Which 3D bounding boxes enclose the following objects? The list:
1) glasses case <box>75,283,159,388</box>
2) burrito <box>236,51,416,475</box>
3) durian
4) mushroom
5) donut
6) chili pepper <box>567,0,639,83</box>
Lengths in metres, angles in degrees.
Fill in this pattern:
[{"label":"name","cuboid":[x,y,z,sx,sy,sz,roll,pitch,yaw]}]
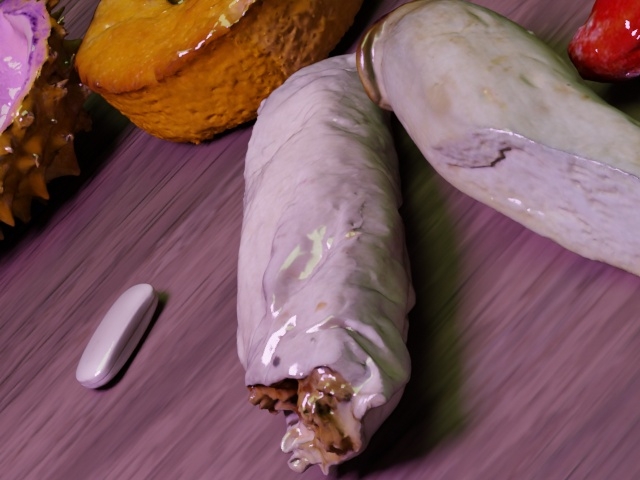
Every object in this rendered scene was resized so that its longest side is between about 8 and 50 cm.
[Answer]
[{"label":"glasses case","cuboid":[-0.134,0.063,1.248,0.032,0.021,0.083,-9,42,45]},{"label":"burrito","cuboid":[0.000,0.000,1.125,0.117,0.076,0.392,-36,27,21]},{"label":"durian","cuboid":[-0.274,-0.043,1.479,0.341,0.112,0.191,-54,40,-6]},{"label":"mushroom","cuboid":[0.111,-0.062,1.051,0.107,0.087,0.333,-12,28,-14]},{"label":"donut","cuboid":[-0.070,-0.184,1.411,0.253,0.118,0.253,-30,33,22]},{"label":"chili pepper","cuboid":[0.240,-0.183,1.061,0.253,0.136,0.144,-34,58,28]}]
